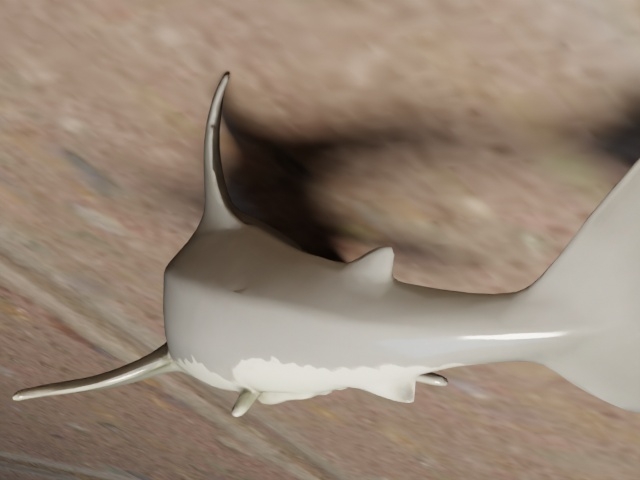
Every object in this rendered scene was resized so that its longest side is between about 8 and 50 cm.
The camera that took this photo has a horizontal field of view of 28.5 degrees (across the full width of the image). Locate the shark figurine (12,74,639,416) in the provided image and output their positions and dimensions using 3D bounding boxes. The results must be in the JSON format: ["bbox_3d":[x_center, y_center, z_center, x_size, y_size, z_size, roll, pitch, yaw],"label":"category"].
[{"bbox_3d":[-0.005,0.000,0.411,0.166,0.116,0.278,-4,179,-25],"label":"shark figurine"}]
